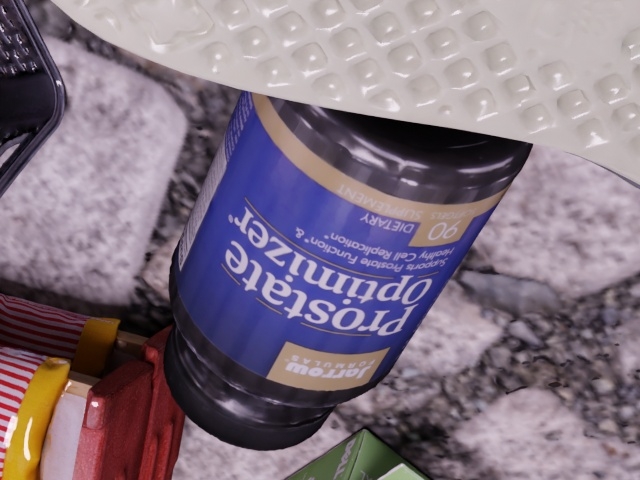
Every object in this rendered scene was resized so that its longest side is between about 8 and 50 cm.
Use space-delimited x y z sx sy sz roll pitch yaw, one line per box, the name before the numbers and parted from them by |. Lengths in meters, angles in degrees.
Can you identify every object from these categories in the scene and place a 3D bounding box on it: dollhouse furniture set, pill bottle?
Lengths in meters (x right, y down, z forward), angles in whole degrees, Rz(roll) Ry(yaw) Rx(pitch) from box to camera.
dollhouse furniture set | -0.207 0.209 0.757 0.201 0.152 0.374 12 104 11
pill bottle | 0.000 0.000 0.617 0.123 0.123 0.219 26 132 -1

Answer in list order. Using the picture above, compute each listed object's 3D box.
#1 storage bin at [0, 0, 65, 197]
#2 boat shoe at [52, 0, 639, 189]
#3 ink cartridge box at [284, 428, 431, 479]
storage bin | -0.211 -0.100 0.617 0.084 0.122 0.180 -7 125 26
boat shoe | 0.142 -0.096 0.470 0.500 0.156 0.186 16 128 -7
ink cartridge box | 0.030 0.183 0.796 0.109 0.062 0.209 39 131 -12
